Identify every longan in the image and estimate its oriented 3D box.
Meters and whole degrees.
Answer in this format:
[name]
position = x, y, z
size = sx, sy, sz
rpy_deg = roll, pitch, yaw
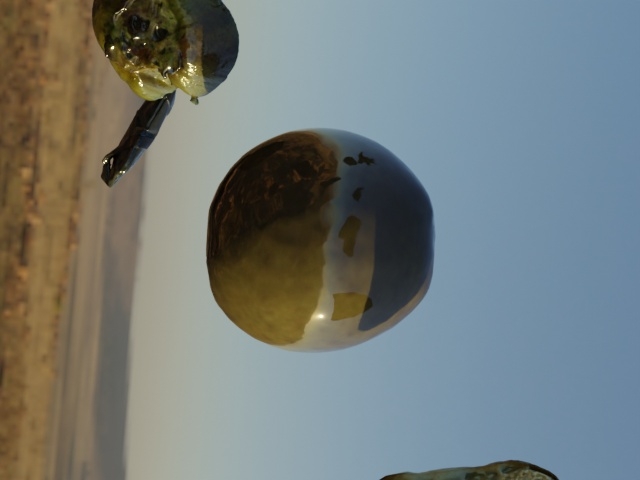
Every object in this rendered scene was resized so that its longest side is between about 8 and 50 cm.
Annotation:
[longan]
position = 0.001, 0.000, 1.796
size = 0.297, 0.297, 0.297
rpy_deg = -175, -90, -82

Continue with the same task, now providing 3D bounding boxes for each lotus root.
[lotus root]
position = -0.212, -0.263, 1.840
size = 0.183, 0.203, 0.078
rpy_deg = -34, -173, 27

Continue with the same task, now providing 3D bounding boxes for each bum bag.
[bum bag]
position = -0.247, -0.162, 1.970
size = 0.198, 0.049, 0.087
rpy_deg = -60, -161, -9

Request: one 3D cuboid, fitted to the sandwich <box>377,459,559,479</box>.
[sandwich]
position = 0.186, 0.339, 1.591
size = 0.251, 0.226, 0.087
rpy_deg = -124, -155, -67
